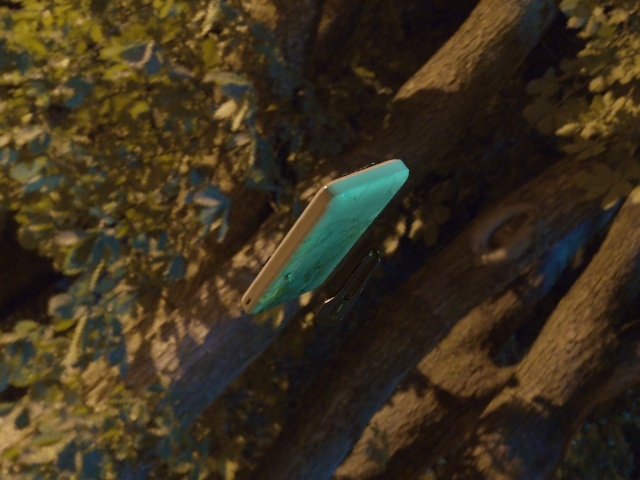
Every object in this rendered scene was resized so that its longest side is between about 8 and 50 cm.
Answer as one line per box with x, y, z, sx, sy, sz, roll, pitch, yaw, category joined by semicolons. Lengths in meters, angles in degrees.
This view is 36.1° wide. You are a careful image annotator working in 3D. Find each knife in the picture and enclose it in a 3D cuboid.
0.034;0.055;1.155;0.031;0.018;0.121;32;-69;-5;knife

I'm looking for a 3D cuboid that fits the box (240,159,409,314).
0.000;0.000;1.262;0.044;0.142;0.285;54;-41;15;box
